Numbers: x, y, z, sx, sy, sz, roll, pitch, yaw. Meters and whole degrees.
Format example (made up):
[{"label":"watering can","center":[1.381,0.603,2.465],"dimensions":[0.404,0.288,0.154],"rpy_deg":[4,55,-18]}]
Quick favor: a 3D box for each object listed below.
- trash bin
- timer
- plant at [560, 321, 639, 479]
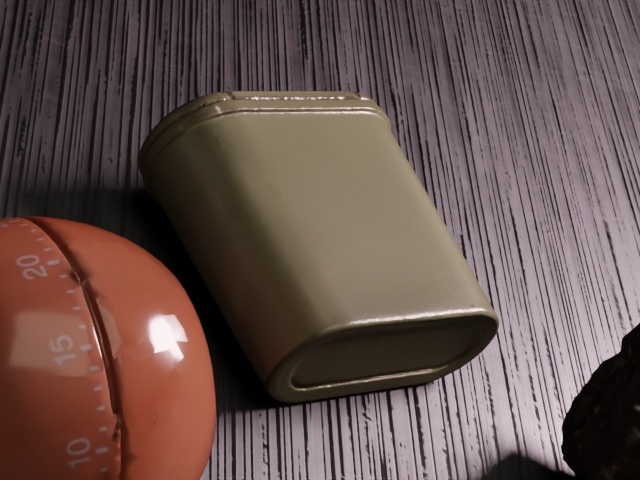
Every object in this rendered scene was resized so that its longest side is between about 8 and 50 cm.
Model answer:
[{"label":"trash bin","center":[0.000,0.000,1.351],"dimensions":[0.243,0.121,0.247],"rpy_deg":[-3,51,-38]},{"label":"timer","center":[-0.185,0.099,1.016],"dimensions":[0.215,0.229,0.229],"rpy_deg":[-5,49,-26]},{"label":"plant","center":[0.351,0.203,1.291],"dimensions":[0.321,0.181,0.194],"rpy_deg":[35,25,0]}]
